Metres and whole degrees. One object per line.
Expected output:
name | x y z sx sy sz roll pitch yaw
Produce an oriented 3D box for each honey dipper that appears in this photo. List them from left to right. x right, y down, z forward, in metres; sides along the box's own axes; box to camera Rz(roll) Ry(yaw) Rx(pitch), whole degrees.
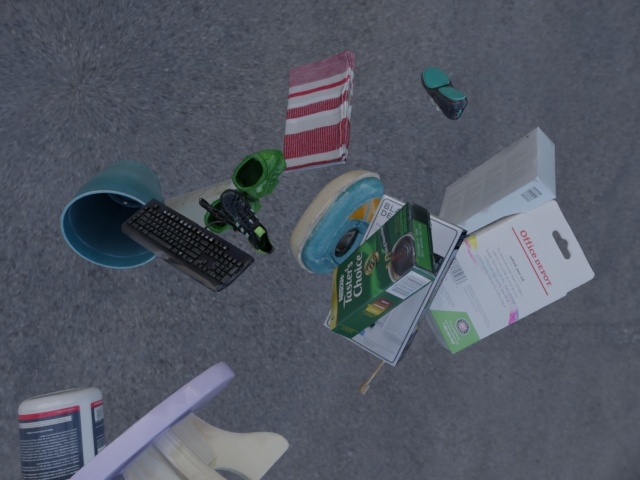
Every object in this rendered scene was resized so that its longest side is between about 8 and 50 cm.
honey dipper | 0.186 0.477 1.726 0.161 0.031 0.030 -45 122 -31

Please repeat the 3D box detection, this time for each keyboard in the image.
keyboard | -0.284 -0.020 1.126 0.201 0.317 0.033 -47 155 -34

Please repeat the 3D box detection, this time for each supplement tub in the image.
supplement tub | -0.637 0.517 1.218 0.191 0.191 0.272 -4 80 -25

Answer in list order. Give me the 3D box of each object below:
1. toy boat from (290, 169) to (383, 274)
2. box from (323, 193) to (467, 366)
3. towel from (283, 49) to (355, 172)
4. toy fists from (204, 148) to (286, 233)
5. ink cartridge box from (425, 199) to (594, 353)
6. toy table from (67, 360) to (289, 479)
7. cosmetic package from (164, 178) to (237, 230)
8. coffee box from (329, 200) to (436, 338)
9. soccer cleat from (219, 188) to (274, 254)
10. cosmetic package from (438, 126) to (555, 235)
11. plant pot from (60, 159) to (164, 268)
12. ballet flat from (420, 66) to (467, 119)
toy boat | 0.080 -0.015 1.126 0.267 0.148 0.318 -54 150 -2
box | 0.144 0.073 0.957 0.289 0.169 0.087 -65 159 9
towel | -0.014 -0.371 1.421 0.037 0.237 0.328 15 76 -50
toy fists | -0.192 -0.129 1.301 0.096 0.142 0.279 40 116 1
ink cartridge box | 0.390 0.075 1.096 0.354 0.119 0.207 -26 88 -1
toy table | -0.184 0.306 0.638 0.274 0.252 0.161 -39 80 -25
cosmetic package | -0.408 -0.103 1.668 0.310 0.160 0.113 -13 116 19
coffee box | 0.077 0.045 0.658 0.041 0.113 0.184 24 137 -21
soccer cleat | -0.153 -0.039 1.056 0.060 0.072 0.178 -45 131 -18
cosmetic package | 0.547 -0.154 1.545 0.097 0.377 0.284 38 46 -16
plant pot | -0.584 -0.102 1.446 0.272 0.255 0.271 -4 129 -5
ballet flat | 0.293 -0.351 1.184 0.074 0.203 0.074 -8 131 -9
